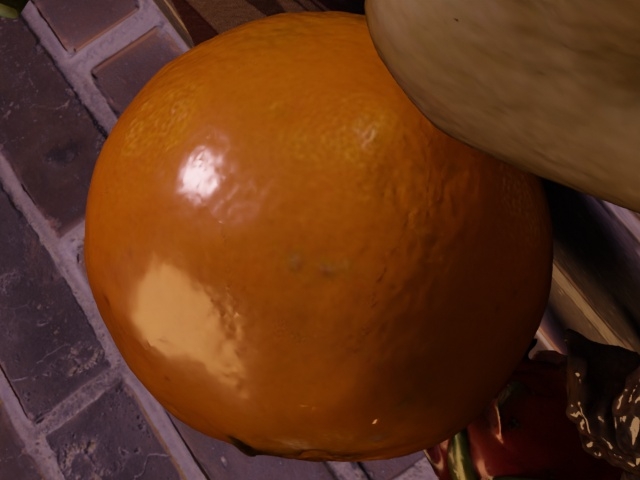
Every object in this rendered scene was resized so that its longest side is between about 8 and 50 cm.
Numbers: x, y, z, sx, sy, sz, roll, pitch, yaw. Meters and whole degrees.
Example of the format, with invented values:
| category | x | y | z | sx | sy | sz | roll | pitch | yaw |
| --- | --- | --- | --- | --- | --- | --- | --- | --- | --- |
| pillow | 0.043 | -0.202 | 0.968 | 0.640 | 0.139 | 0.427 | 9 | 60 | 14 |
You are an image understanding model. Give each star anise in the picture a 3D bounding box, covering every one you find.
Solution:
| category | x | y | z | sx | sy | sz | roll | pitch | yaw |
| --- | --- | --- | --- | --- | --- | --- | --- | --- | --- |
| star anise | 0.231 | 0.139 | 0.897 | 0.197 | 0.073 | 0.212 | 52 | 174 | 2 |

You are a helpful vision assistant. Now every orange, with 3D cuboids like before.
| category | x | y | z | sx | sy | sz | roll | pitch | yaw |
| --- | --- | --- | --- | --- | --- | --- | --- | --- | --- |
| orange | 0.000 | 0.000 | 0.865 | 0.312 | 0.312 | 0.312 | 55 | 176 | 5 |

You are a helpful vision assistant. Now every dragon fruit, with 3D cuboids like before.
| category | x | y | z | sx | sy | sz | roll | pitch | yaw |
| --- | --- | --- | --- | --- | --- | --- | --- | --- | --- |
| dragon fruit | 0.171 | 0.158 | 1.171 | 0.269 | 0.198 | 0.200 | 56 | -158 | 5 |

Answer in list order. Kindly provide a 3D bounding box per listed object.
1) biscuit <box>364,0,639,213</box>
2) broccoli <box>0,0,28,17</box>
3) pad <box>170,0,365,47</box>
| category | x | y | z | sx | sy | sz | roll | pitch | yaw |
| --- | --- | --- | --- | --- | --- | --- | --- | --- | --- |
| biscuit | 0.078 | -0.080 | 0.377 | 0.291 | 0.062 | 0.237 | 30 | 166 | 50 |
| broccoli | -0.191 | -0.301 | 0.978 | 0.308 | 0.275 | 0.308 | 26 | 171 | 5 |
| pad | -0.018 | -0.160 | 0.944 | 0.220 | 0.004 | 0.330 | 17 | 164 | 16 |
